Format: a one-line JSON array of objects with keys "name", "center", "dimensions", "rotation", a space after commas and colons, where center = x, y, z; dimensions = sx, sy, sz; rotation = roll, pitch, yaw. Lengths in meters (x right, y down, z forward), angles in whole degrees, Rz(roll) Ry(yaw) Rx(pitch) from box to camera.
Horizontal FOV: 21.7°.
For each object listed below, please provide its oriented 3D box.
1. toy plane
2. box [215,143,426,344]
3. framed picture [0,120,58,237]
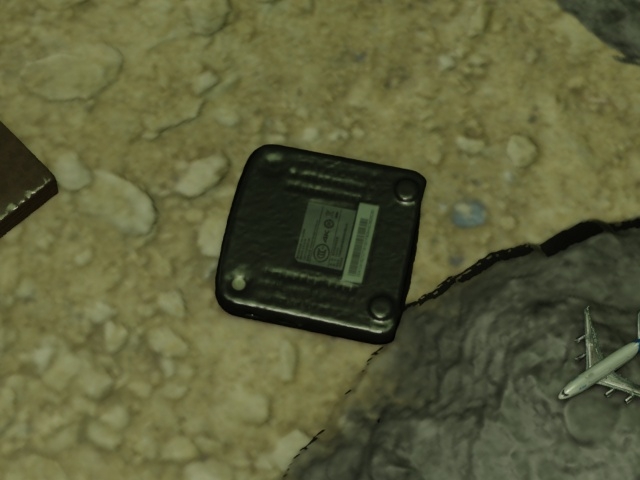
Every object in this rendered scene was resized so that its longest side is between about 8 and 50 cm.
[{"name": "toy plane", "center": [0.183, 0.078, 1.052], "dimensions": [0.084, 0.024, 0.078], "rotation": [-34, 71, -11]}, {"name": "box", "center": [0.000, 0.000, 1.079], "dimensions": [0.125, 0.027, 0.126], "rotation": [11, 64, 3]}, {"name": "framed picture", "center": [-0.275, -0.027, 1.080], "dimensions": [0.168, 0.023, 0.128], "rotation": [-40, 72, -19]}]
